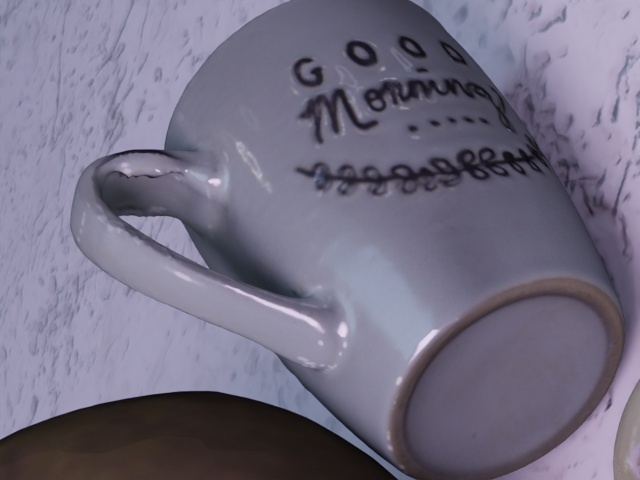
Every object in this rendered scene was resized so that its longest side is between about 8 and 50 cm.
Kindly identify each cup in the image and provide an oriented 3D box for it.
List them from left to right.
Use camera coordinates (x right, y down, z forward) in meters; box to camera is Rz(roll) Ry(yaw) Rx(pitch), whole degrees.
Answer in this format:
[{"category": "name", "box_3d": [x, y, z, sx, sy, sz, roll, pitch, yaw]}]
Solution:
[{"category": "cup", "box_3d": [0.008, 0.006, 0.794, 0.234, 0.258, 0.186, -123, 37, -46]}]

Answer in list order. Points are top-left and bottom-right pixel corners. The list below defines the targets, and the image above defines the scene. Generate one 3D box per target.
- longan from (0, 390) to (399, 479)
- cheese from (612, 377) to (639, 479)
[{"category": "longan", "box_3d": [-0.075, 0.251, 0.726, 0.361, 0.361, 0.361, -33, 50, 50]}, {"category": "cheese", "box_3d": [0.211, 0.073, 0.608, 0.227, 0.064, 0.137, -33, 51, 48]}]
